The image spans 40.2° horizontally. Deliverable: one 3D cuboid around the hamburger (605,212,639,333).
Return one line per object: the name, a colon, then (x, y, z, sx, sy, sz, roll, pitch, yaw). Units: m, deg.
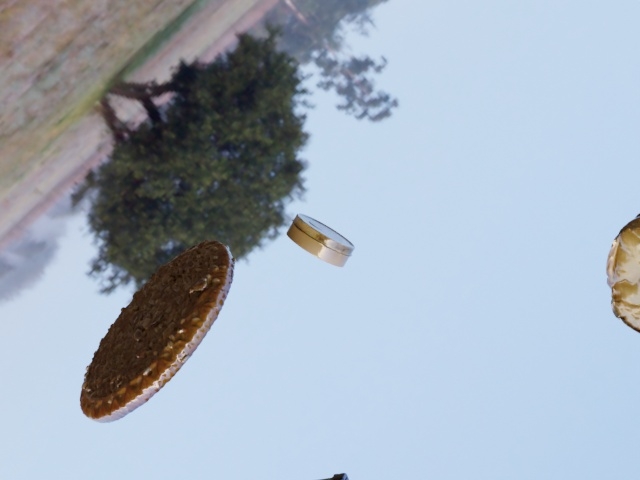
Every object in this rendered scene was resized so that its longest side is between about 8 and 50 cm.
hamburger: (0.588, 0.069, 1.338, 0.145, 0.259, 0.283, -30, -132, -28)

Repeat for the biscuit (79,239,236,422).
biscuit: (-0.231, 0.116, 1.205, 0.305, 0.038, 0.305, -38, -156, 21)

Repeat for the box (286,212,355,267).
box: (0.000, 0.000, 1.316, 0.037, 0.106, 0.105, -60, -163, 8)

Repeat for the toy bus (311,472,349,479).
toy bus: (-0.045, 0.424, 1.111, 0.175, 0.138, 0.287, -11, -170, 15)
